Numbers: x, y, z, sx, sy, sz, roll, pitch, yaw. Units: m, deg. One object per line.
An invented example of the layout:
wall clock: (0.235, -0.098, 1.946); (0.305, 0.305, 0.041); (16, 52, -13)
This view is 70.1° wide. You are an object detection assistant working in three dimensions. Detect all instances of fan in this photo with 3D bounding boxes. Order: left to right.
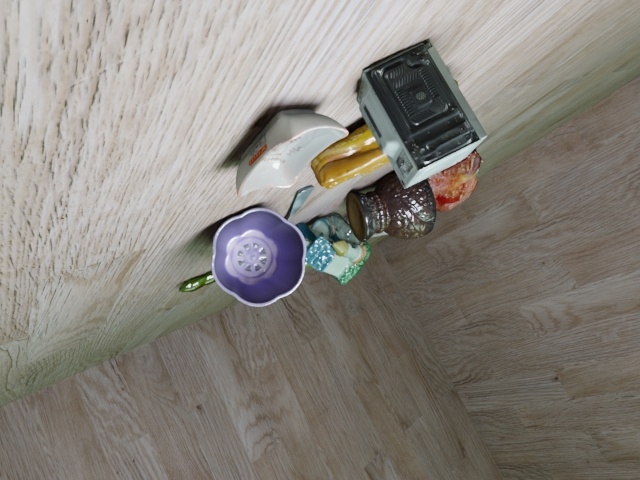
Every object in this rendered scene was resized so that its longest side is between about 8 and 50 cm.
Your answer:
fan: (-0.084, -0.105, 1.441); (0.057, 0.023, 0.282); (-25, 170, -26)

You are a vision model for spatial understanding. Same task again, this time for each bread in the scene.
bread: (0.156, -0.241, 1.074); (0.380, 0.109, 0.185); (-28, 177, 14)

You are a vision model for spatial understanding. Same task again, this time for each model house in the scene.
model house: (0.000, 0.000, 1.714); (0.194, 0.267, 0.324); (-51, 146, 13)

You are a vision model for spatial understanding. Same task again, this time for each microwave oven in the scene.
microwave oven: (0.177, -0.228, 0.840); (0.162, 0.208, 0.122); (-27, 172, -6)

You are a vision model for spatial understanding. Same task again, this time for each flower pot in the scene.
flower pot: (-0.192, 0.054, 1.328); (0.264, 0.265, 0.243); (-25, -178, -16)
flower pot: (0.249, -0.118, 1.695); (0.266, 0.267, 0.266); (-13, 168, -15)

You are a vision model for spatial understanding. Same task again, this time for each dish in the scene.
dish: (-0.070, -0.171, 0.859); (0.151, 0.077, 0.212); (-17, 167, -44)

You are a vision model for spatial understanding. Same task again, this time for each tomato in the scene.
tomato: (0.477, -0.261, 1.797); (0.308, 0.170, 0.309); (-19, 134, -21)

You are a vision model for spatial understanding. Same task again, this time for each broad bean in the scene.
broad bean: (-0.434, 0.146, 1.773); (0.254, 0.047, 0.065); (-25, 165, -26)

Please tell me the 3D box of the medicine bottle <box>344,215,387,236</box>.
medicine bottle: (0.258, -0.085, 1.996); (0.130, 0.131, 0.340); (-21, -174, -38)

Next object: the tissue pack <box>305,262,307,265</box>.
tissue pack: (-0.085, 0.071, 2.170); (0.159, 0.125, 0.234); (-26, 173, -8)
